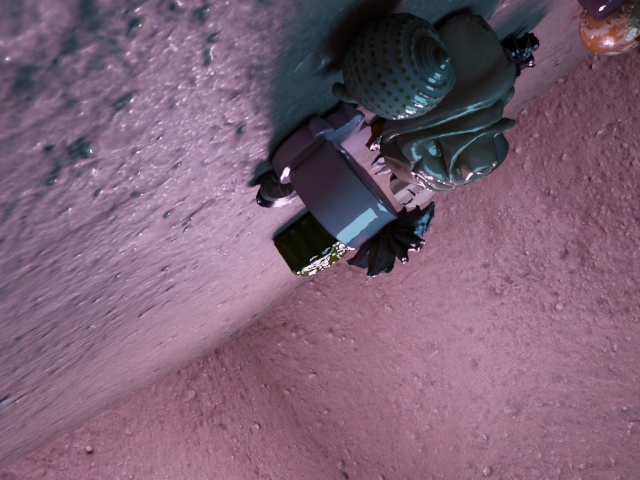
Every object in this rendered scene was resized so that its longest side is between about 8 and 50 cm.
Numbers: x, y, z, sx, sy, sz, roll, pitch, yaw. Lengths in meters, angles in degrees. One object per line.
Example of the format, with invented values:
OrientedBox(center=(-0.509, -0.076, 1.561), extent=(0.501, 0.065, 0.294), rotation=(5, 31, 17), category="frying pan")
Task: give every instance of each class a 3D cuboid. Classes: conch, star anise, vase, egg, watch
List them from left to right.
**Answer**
OrientedBox(center=(0.055, -0.114, 1.058), extent=(0.196, 0.231, 0.244), rotation=(-41, 169, 14), category="watch")
OrientedBox(center=(0.098, -0.252, 0.796), extent=(0.172, 0.199, 0.131), rotation=(-48, 140, -31), category="conch")
OrientedBox(center=(0.140, 0.002, 1.058), extent=(0.182, 0.065, 0.195), rotation=(-17, -152, 54), category="star anise")
OrientedBox(center=(0.350, -0.222, 1.877), extent=(0.165, 0.165, 0.360), rotation=(-34, 178, -17), category="vase")
OrientedBox(center=(0.472, -0.441, 1.466), extent=(0.220, 0.099, 0.214), rotation=(-38, 163, 8), category="star anise")
OrientedBox(center=(0.864, -0.642, 1.662), extent=(0.194, 0.195, 0.233), rotation=(-36, 172, -8), category="egg")

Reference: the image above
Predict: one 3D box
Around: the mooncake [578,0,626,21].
OrientedBox(center=(0.634, -0.585, 1.172), extent=(0.244, 0.133, 0.245), rotation=(-36, 172, -6), category="mooncake")

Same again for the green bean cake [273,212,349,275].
OrientedBox(center=(0.000, 0.000, 1.776), extent=(0.249, 0.156, 0.247), rotation=(-37, 171, 2), category="green bean cake")

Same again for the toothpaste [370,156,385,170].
OrientedBox(center=(0.287, -0.290, 1.713), extent=(0.314, 0.056, 0.058), rotation=(-28, 127, -22), category="toothpaste")

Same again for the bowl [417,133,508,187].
OrientedBox(center=(0.348, -0.279, 1.523), extent=(0.289, 0.146, 0.289), rotation=(-16, -144, 12), category="bowl")

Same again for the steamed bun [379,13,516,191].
OrientedBox(center=(0.275, -0.242, 1.116), extent=(0.324, 0.219, 0.309), rotation=(-56, 168, 9), category="steamed bun")

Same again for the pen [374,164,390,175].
OrientedBox(center=(0.259, -0.242, 1.681), extent=(0.218, 0.026, 0.026), rotation=(-26, 172, -1), category="pen")

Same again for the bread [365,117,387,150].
OrientedBox(center=(0.138, -0.241, 1.317), extent=(0.085, 0.053, 0.085), rotation=(-36, 172, -6), category="bread")

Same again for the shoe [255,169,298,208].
OrientedBox(center=(-0.071, -0.105, 1.159), extent=(0.169, 0.071, 0.099), rotation=(-25, 169, -41), category="shoe")
